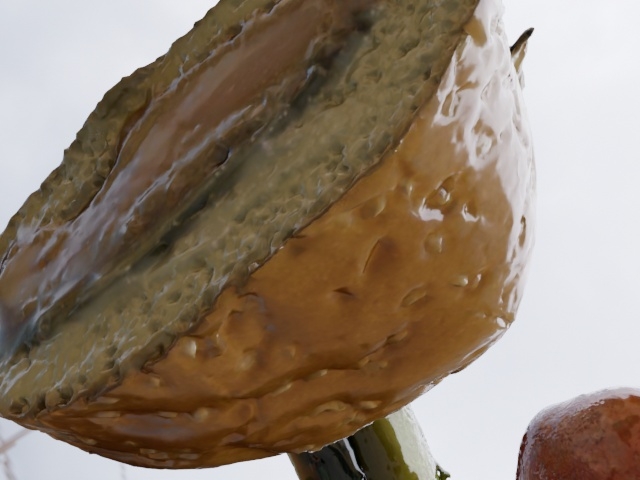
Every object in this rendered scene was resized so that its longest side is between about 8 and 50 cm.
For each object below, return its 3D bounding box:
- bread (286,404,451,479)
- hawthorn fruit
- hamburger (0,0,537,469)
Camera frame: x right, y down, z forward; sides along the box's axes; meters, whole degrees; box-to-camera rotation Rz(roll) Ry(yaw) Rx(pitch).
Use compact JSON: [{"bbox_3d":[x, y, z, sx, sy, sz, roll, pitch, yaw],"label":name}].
[{"bbox_3d":[0.039,0.281,1.960,0.376,0.208,0.251,61,-3,1],"label":"bread"},{"bbox_3d":[0.310,0.271,1.348,0.235,0.263,0.231,-10,-70,31],"label":"hawthorn fruit"},{"bbox_3d":[0.001,-0.001,0.634,0.330,0.209,0.162,-43,-134,20],"label":"hamburger"}]
